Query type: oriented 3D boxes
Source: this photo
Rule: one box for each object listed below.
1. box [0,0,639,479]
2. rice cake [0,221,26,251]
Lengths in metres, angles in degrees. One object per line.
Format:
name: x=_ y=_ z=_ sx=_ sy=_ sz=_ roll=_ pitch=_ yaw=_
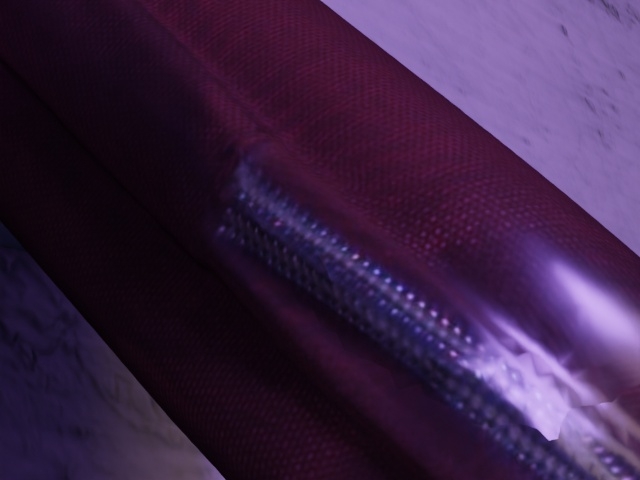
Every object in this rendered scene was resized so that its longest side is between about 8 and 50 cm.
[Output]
box: x=0.000 y=0.000 z=0.557 sx=0.404 sy=0.108 sz=0.263 roll=43 pitch=3 yaw=42
rice cake: x=-0.088 y=-0.006 z=0.752 sx=0.180 sy=0.042 sz=0.030 roll=20 pitch=54 yaw=-53
